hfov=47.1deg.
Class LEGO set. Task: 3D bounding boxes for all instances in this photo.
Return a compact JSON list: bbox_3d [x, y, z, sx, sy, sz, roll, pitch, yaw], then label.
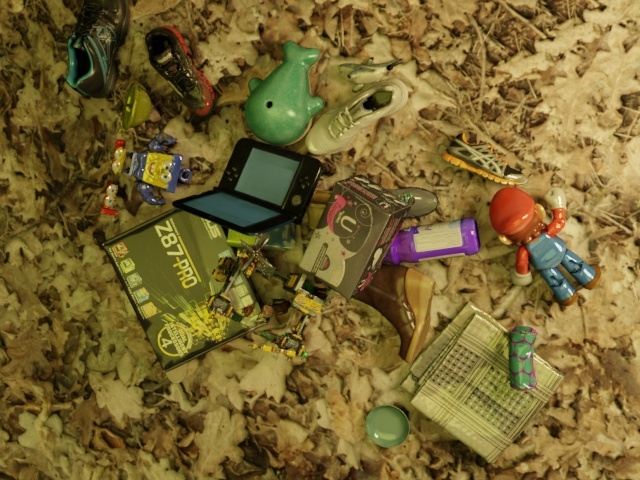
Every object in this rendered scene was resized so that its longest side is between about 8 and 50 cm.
[{"bbox_3d":[-0.123,0.156,1.859,0.331,0.192,0.255,38,80,-10],"label":"LEGO set"}]

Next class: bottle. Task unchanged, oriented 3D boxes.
[{"bbox_3d":[0.256,0.007,1.849,0.283,0.118,0.092,-9,97,17],"label":"bottle"}]

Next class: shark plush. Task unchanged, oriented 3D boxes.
[{"bbox_3d":[0.126,-0.442,1.863,0.161,0.073,0.067,-18,62,20],"label":"shark plush"}]

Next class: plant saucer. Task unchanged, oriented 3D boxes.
[{"bbox_3d":[0.182,0.497,1.976,0.119,0.021,0.119,2,96,14],"label":"plant saucer"}]

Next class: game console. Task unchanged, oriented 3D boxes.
[{"bbox_3d":[-0.183,-0.142,1.846,0.293,0.173,0.250,20,86,32],"label":"game console"}]

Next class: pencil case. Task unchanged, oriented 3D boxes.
[{"bbox_3d":[0.502,0.291,1.810,0.070,0.064,0.152,1,94,24],"label":"pencil case"}]

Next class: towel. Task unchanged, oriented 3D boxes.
[{"bbox_3d":[0.407,0.366,1.887,0.324,0.056,0.312,38,104,8],"label":"towel"}]

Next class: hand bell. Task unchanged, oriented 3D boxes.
[{"bbox_3d":[0.000,0.000,1.937,0.126,0.126,0.242,8,112,13],"label":"hand bell"}]

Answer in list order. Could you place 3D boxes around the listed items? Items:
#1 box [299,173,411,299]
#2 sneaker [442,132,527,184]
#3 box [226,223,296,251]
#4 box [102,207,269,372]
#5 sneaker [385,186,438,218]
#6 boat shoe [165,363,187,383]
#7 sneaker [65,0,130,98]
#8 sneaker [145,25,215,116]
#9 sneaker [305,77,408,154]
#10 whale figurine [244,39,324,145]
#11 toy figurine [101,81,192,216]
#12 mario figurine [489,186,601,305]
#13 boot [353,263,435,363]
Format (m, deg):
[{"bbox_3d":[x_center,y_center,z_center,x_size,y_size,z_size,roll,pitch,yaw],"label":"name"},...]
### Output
[{"bbox_3d":[0.080,-0.011,1.783,0.163,0.142,0.247,33,114,17],"label":"box"},{"bbox_3d":[0.410,-0.196,1.806,0.215,0.084,0.083,25,97,11],"label":"sneaker"},{"bbox_3d":[-0.153,-0.031,1.950,0.178,0.042,0.109,7,74,-4],"label":"box"},{"bbox_3d":[-0.363,0.114,2.001,0.318,0.097,0.395,-25,90,0],"label":"box"},{"bbox_3d":[0.185,-0.095,1.865,0.223,0.098,0.083,3,97,14],"label":"sneaker"},{"bbox_3d":[-0.438,0.307,2.101,0.065,0.075,0.206,-2,105,57],"label":"boat shoe"},{"bbox_3d":[-0.608,-0.560,1.987,0.125,0.139,0.341,9,98,15],"label":"sneaker"},{"bbox_3d":[-0.378,-0.449,1.946,0.097,0.135,0.276,-30,90,14],"label":"sneaker"},{"bbox_3d":[0.078,-0.316,1.850,0.297,0.129,0.111,-34,90,17],"label":"sneaker"},{"bbox_3d":[-0.094,-0.380,1.877,0.216,0.141,0.272,22,94,15],"label":"whale figurine"},{"bbox_3d":[-0.457,-0.228,2.019,0.217,0.191,0.362,13,93,-18],"label":"toy figurine"},{"bbox_3d":[0.538,-0.004,1.798,0.198,0.170,0.320,-43,97,-21],"label":"mario figurine"},{"bbox_3d":[0.183,0.179,1.921,0.207,0.090,0.248,15,102,24],"label":"boot"}]
